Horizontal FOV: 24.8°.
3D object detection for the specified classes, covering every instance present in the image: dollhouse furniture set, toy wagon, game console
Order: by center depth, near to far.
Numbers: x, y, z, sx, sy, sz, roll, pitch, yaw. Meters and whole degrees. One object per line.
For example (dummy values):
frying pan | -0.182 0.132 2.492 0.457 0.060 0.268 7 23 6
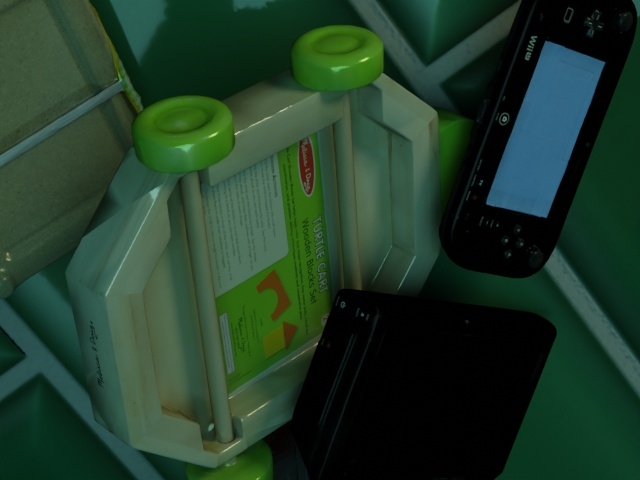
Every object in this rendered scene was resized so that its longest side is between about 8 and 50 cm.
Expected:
toy wagon | 0.000 0.000 0.916 0.344 0.068 0.267 -31 132 -34
game console | 0.105 0.001 0.945 0.213 0.044 0.361 8 104 -50
dollhouse furniture set | -0.275 -0.060 0.949 0.301 0.151 0.197 -34 124 -16

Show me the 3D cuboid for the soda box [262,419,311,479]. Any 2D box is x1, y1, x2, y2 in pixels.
soda box | -0.029 0.216 0.954 0.092 0.263 0.083 -32 108 8
